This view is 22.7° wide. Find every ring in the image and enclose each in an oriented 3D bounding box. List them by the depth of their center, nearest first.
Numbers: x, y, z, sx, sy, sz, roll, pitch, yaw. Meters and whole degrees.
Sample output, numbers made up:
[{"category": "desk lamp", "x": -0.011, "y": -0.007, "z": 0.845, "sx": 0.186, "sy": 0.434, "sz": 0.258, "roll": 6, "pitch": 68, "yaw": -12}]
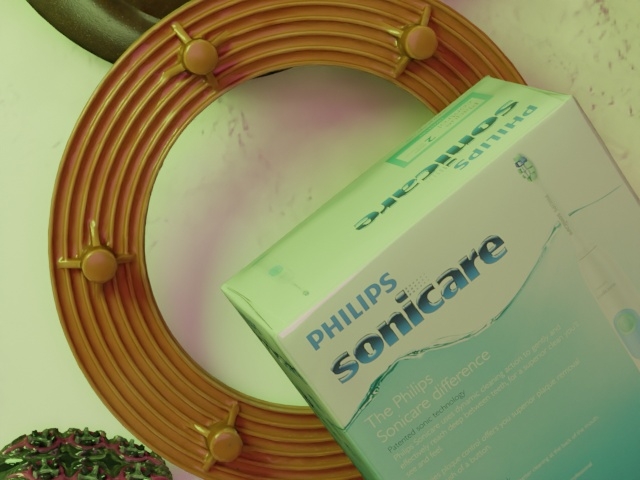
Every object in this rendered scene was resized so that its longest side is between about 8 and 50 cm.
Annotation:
[{"category": "ring", "x": 0.000, "y": 0.000, "z": 0.996, "sx": 0.336, "sy": 0.032, "sz": 0.337, "roll": -2, "pitch": 99, "yaw": -13}]

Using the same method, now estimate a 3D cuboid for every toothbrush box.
[{"category": "toothbrush box", "x": 0.118, "y": 0.084, "z": 0.955, "sx": 0.216, "sy": 0.126, "sz": 0.295, "roll": -39, "pitch": 111, "yaw": -7}]

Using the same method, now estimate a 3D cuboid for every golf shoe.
[{"category": "golf shoe", "x": -0.185, "y": 0.166, "z": 0.993, "sx": 0.186, "sy": 0.067, "sz": 0.086, "roll": -2, "pitch": 119, "yaw": -12}]

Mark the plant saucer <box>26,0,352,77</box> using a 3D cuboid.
[{"category": "plant saucer", "x": -0.059, "y": -0.239, "z": 0.969, "sx": 0.310, "sy": 0.050, "sz": 0.311, "roll": -6, "pitch": 114, "yaw": -12}]
